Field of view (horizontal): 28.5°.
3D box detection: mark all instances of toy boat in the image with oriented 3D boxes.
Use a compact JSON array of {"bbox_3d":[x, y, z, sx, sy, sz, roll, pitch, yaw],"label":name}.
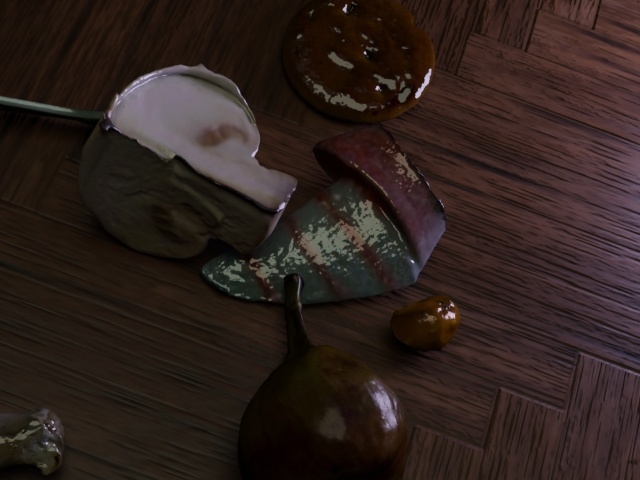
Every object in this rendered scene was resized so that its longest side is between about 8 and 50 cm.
[{"bbox_3d":[0.000,0.000,1.497,0.282,0.096,0.206,-32,84,-16],"label":"toy boat"}]

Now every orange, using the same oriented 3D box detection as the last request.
[{"bbox_3d":[0.125,0.099,1.466,0.086,0.086,0.062,-23,91,-23],"label":"orange"}]

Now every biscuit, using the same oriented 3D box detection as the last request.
[{"bbox_3d":[0.050,-0.246,1.663,0.212,0.036,0.212,5,61,-9],"label":"biscuit"}]

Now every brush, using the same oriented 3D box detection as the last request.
[{"bbox_3d":[-0.270,-0.129,1.522,0.296,0.068,0.060,8,85,-6],"label":"brush"}]

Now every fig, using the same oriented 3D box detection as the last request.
[{"bbox_3d":[0.015,0.165,1.359,0.190,0.191,0.290,19,42,-1],"label":"fig"}]

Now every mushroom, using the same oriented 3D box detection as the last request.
[{"bbox_3d":[-0.376,0.199,1.290,0.225,0.093,0.116,5,39,-4],"label":"mushroom"},{"bbox_3d":[-0.159,-0.087,1.461,0.236,0.173,0.162,29,50,-16],"label":"mushroom"}]
